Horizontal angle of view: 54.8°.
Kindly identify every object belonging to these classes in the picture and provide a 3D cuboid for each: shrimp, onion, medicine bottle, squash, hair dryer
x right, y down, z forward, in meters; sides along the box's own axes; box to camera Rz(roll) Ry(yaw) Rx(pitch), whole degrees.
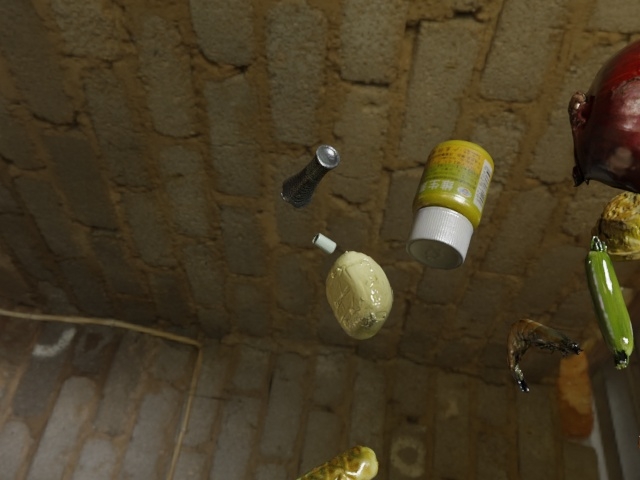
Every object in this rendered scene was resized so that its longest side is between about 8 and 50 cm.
[{"bbox_3d":[0.586,0.319,1.632,0.262,0.051,0.198,12,-81,63],"label":"shrimp"},{"bbox_3d":[0.619,-0.217,1.102,0.341,0.341,0.341,7,90,-88],"label":"onion"},{"bbox_3d":[0.412,-0.114,1.989,0.224,0.224,0.384,93,16,-62],"label":"medicine bottle"},{"bbox_3d":[0.664,0.145,1.427,0.071,0.080,0.318,-28,-127,42],"label":"squash"},{"bbox_3d":[0.000,0.000,1.817,0.038,0.063,0.124,-56,-161,1],"label":"hair dryer"}]

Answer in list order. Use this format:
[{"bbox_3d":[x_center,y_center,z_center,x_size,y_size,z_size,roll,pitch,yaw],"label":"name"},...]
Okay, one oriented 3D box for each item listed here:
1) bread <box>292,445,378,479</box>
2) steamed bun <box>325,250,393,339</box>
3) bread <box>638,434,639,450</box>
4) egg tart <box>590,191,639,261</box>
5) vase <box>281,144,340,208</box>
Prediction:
[{"bbox_3d":[0.010,0.541,1.367,0.087,0.270,0.098,59,-23,21],"label":"bread"},{"bbox_3d":[0.141,0.172,1.977,0.273,0.166,0.232,60,-35,32],"label":"steamed bun"},{"bbox_3d":[0.985,0.600,1.820,0.085,0.053,0.085,-16,-111,49],"label":"bread"},{"bbox_3d":[0.761,-0.049,1.482,0.106,0.241,0.241,53,21,-20],"label":"egg tart"},{"bbox_3d":[-0.026,-0.196,1.857,0.237,0.116,0.115,-41,-145,54],"label":"vase"}]
